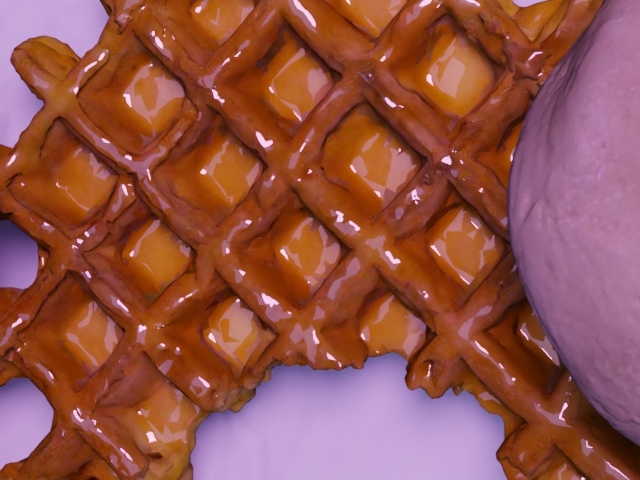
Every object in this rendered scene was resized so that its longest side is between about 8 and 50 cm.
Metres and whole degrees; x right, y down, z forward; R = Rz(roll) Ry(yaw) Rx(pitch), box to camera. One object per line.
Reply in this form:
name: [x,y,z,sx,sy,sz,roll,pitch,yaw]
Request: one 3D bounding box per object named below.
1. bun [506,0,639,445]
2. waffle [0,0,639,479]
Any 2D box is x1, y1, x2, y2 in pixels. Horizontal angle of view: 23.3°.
bun: [0.142,-0.021,0.446,0.167,0.113,0.173,6,74,-24]
waffle: [0.000,0.000,0.574,0.293,0.069,0.259,-8,88,18]
